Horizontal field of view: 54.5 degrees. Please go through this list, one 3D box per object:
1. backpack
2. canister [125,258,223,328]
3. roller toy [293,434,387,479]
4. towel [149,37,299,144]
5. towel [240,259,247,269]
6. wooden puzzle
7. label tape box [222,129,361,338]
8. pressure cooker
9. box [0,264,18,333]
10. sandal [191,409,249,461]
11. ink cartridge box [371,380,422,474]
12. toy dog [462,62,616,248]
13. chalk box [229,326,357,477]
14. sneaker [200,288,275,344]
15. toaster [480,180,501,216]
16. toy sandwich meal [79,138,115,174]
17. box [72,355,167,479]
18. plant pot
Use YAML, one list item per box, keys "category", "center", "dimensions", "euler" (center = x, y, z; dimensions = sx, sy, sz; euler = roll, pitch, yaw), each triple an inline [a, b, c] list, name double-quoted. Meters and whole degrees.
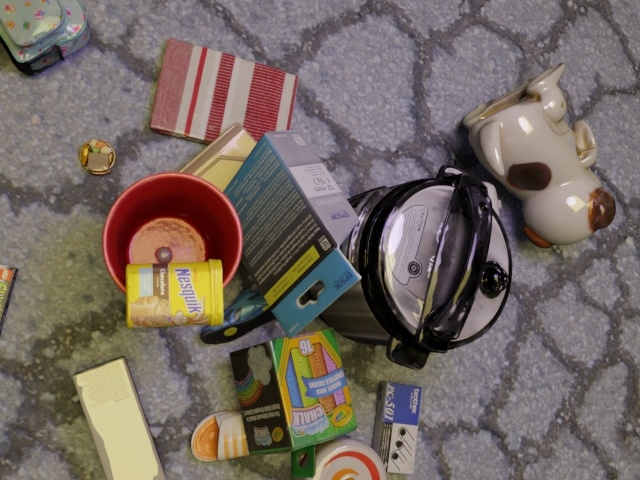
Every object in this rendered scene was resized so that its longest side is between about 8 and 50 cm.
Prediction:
- category: "backpack"
  center: [-0.604, -0.476, 1.350]
  dimensions: [0.188, 0.144, 0.165]
  euler: [-32, 86, -22]
- category: "canister"
  center: [-0.269, 0.100, 1.143]
  dimensions: [0.170, 0.073, 0.126]
  euler: [-1, 83, -16]
- category: "roller toy"
  center: [0.042, 0.536, 1.386]
  dimensions: [0.210, 0.146, 0.191]
  euler: [-2, 82, -17]
- category: "towel"
  center: [-0.227, -0.336, 1.500]
  dimensions: [0.329, 0.037, 0.236]
  euler: [13, 78, -16]
- category: "towel"
  center: [-0.147, -0.015, 1.484]
  dimensions: [0.152, 0.023, 0.113]
  euler: [-39, 92, -17]
- category: "wooden puzzle"
  center: [-0.194, -0.118, 1.448]
  dimensions: [0.221, 0.044, 0.238]
  euler: [-44, 100, -11]
- category: "label tape box"
  center: [-0.053, -0.013, 1.270]
  dimensions: [0.115, 0.249, 0.347]
  euler: [-16, 67, -47]
- category: "pressure cooker"
  center: [0.203, 0.050, 1.347]
  dimensions: [0.376, 0.420, 0.369]
  euler: [-24, 97, -27]
- category: "box"
  center: [-0.709, 0.145, 1.273]
  dimensions: [0.114, 0.036, 0.206]
  euler: [12, 78, -15]
- category: "sandal"
  center: [-0.153, 0.422, 1.380]
  dimensions: [0.266, 0.076, 0.101]
  euler: [-8, 84, -18]
- category: "ink cartridge box"
  center: [0.182, 0.450, 1.496]
  dimensions: [0.097, 0.046, 0.207]
  euler: [12, 78, -17]
- category: "toy dog"
  center: [0.571, -0.183, 1.558]
  dimensions: [0.407, 0.285, 0.395]
  euler: [55, 31, -10]
- category: "chalk box"
  center: [-0.053, 0.353, 1.328]
  dimensions: [0.179, 0.180, 0.288]
  euler: [-5, 76, -38]
- category: "sneaker"
  center: [-0.184, 0.167, 1.427]
  dimensions: [0.209, 0.069, 0.082]
  euler: [-26, 57, -11]
- category: "toaster"
  center: [0.342, -0.082, 1.577]
  dimensions: [0.227, 0.146, 0.129]
  euler: [-2, 81, -17]
- category: "toy sandwich meal"
  center: [-0.501, -0.189, 1.394]
  dimensions: [0.086, 0.029, 0.085]
  euler: [3, 81, -17]
- category: "box"
  center: [-0.418, 0.388, 1.295]
  dimensions: [0.113, 0.094, 0.275]
  euler: [-17, 87, -19]
- category: "plant pot"
  center: [-0.317, 0.017, 1.306]
  dimensions: [0.275, 0.243, 0.274]
  euler: [3, 81, -17]
